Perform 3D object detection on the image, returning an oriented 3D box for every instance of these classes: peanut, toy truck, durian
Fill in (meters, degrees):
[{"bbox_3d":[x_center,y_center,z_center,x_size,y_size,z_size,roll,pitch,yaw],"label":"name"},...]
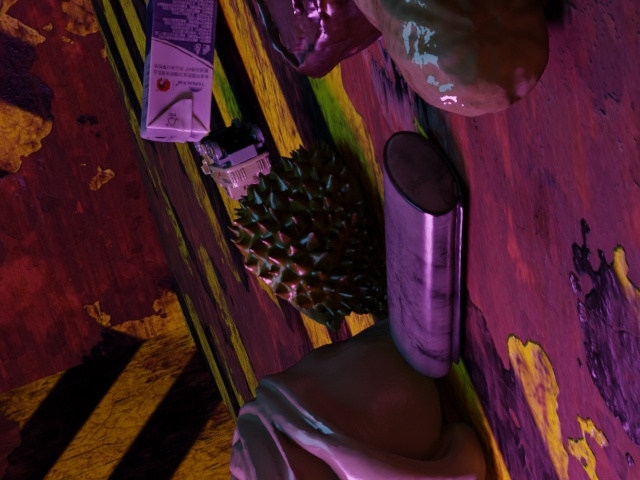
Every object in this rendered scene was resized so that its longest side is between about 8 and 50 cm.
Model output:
[{"bbox_3d":[0.086,-0.193,1.130,0.256,0.124,0.123,-117,12,-46],"label":"peanut"},{"bbox_3d":[-0.131,-0.120,2.353,0.116,0.085,0.191,70,167,-14],"label":"toy truck"},{"bbox_3d":[0.000,0.000,1.801,0.306,0.172,0.166,49,-178,40],"label":"durian"}]

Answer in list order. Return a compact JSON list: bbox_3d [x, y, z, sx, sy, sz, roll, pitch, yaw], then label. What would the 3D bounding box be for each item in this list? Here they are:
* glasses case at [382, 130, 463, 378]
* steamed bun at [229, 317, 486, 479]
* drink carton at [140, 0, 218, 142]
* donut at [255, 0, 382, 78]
[{"bbox_3d":[0.103,0.021,1.548,0.299,0.060,0.114,85,158,-54],"label":"glasses case"},{"bbox_3d":[0.020,0.282,1.766,0.342,0.255,0.367,46,131,50],"label":"steamed bun"},{"bbox_3d":[-0.216,-0.263,2.265,0.134,0.102,0.222,170,104,-77],"label":"drink carton"},{"bbox_3d":[-0.024,-0.341,1.339,0.259,0.136,0.345,106,141,-68],"label":"donut"}]
